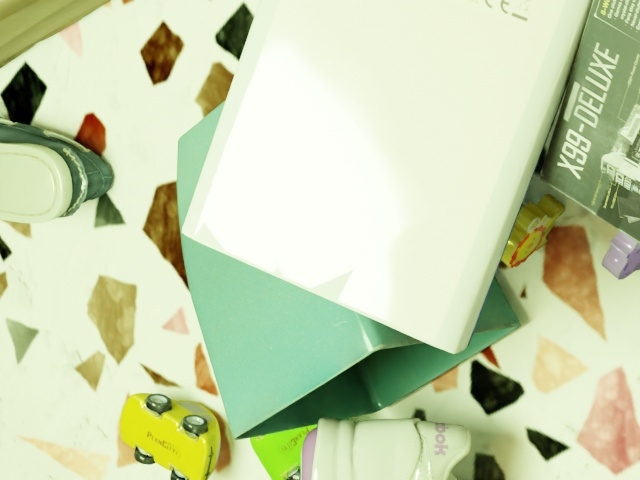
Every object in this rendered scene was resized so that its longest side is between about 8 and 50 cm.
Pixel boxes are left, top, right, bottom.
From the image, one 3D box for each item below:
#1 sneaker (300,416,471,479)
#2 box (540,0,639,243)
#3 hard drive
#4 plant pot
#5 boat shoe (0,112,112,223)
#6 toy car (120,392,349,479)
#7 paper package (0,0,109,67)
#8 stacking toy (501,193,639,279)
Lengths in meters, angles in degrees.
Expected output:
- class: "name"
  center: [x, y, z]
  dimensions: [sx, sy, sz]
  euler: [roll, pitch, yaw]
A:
- class: "sneaker"
  center: [0.076, 0.269, 1.512]
  dimensions: [0.152, 0.114, 0.305]
  euler: [-7, 117, 5]
- class: "box"
  center: [0.278, -0.116, 1.191]
  dimensions: [0.242, 0.076, 0.307]
  euler: [35, 125, 35]
- class: "hard drive"
  center: [0.054, -0.113, 1.311]
  dimensions: [0.210, 0.040, 0.318]
  euler: [23, 103, 16]
- class: "plant pot"
  center: [0.000, 0.000, 1.485]
  dimensions: [0.166, 0.165, 0.234]
  euler: [-34, 71, 39]
- class: "boat shoe"
  center: [-0.295, -0.071, 1.759]
  dimensions: [0.254, 0.079, 0.095]
  euler: [7, 103, 36]
- class: "toy car"
  center: [-0.042, 0.187, 1.632]
  dimensions: [0.225, 0.053, 0.239]
  euler: [-42, 75, 37]
- class: "paper package"
  center: [-0.302, -0.319, 1.646]
  dimensions: [0.309, 0.168, 0.325]
  euler: [-24, 86, 40]
- class: "stacking toy"
  center: [0.229, -0.028, 1.357]
  dimensions: [0.167, 0.052, 0.221]
  euler: [41, 123, 24]
